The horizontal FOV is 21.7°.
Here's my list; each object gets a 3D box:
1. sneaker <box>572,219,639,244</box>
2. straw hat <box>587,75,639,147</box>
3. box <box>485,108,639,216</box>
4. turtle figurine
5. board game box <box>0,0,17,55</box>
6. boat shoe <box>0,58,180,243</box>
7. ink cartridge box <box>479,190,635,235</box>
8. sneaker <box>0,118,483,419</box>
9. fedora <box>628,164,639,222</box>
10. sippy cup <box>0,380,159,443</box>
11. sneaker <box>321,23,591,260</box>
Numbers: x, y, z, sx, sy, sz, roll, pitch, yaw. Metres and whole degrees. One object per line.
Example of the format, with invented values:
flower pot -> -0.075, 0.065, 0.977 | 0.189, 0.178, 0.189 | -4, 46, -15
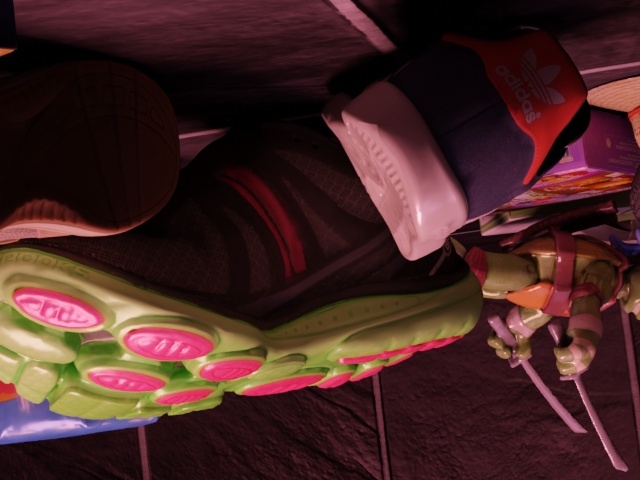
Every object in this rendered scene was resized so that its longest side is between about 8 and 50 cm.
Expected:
sneaker -> 0.358, -0.052, 1.815 | 0.222, 0.083, 0.118 | 7, 148, -36
straw hat -> 0.281, -0.095, 1.327 | 0.144, 0.061, 0.144 | -7, 174, -1
box -> 0.149, -0.059, 1.520 | 0.293, 0.057, 0.201 | -11, 172, 33
turtle figurine -> 0.184, 0.090, 1.581 | 0.266, 0.275, 0.198 | 15, -154, -3
board game box -> -0.290, -0.093, 0.837 | 0.165, 0.042, 0.243 | -1, 171, -45
boat shoe -> -0.195, -0.047, 0.994 | 0.098, 0.109, 0.302 | -1, -171, 31
ink cartridge box -> 0.271, -0.051, 1.694 | 0.209, 0.062, 0.109 | -5, 172, -11
sneaker -> -0.076, 0.013, 1.240 | 0.185, 0.202, 0.482 | -28, 163, 35
fedora -> 0.295, -0.056, 1.072 | 0.152, 0.334, 0.334 | 26, 179, 11
sippy cup -> -0.227, 0.055, 1.411 | 0.240, 0.224, 0.305 | -7, 174, 11
sneaker -> 0.095, -0.073, 1.102 | 0.148, 0.131, 0.350 | -31, -174, -2
